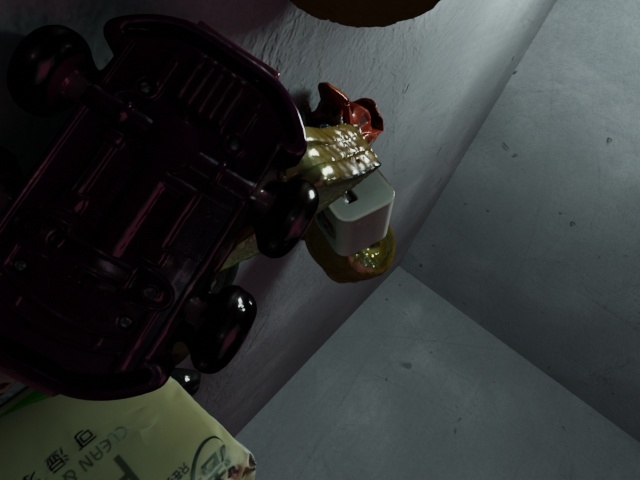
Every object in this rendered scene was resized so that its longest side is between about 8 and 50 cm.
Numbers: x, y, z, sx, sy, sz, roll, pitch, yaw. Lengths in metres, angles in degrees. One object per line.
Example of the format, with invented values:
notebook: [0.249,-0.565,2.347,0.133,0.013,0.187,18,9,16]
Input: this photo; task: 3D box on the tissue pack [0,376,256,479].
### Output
tissue pack: [-0.338,0.363,0.572,0.405,0.331,0.205,-41,156,-33]

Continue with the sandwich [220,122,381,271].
sandwich: [-0.067,-0.061,0.639,0.273,0.095,0.249,-34,180,28]

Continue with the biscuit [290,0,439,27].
biscuit: [0.051,-0.315,0.493,0.226,0.225,0.042,-2,96,-69]

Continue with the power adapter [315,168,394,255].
power adapter: [0.062,-0.047,0.851,0.125,0.130,0.205,-27,152,-13]

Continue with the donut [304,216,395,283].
donut: [0.073,-0.012,1.049,0.128,0.261,0.209,-4,-140,52]

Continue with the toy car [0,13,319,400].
toy car: [-0.169,-0.023,0.434,0.341,0.271,0.240,-58,-172,-8]

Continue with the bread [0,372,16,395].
bread: [-0.377,0.123,0.423,0.160,0.073,0.160,-47,162,-21]

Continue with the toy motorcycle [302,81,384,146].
toy motorcycle: [0.043,-0.211,0.840,0.171,0.089,0.298,-60,161,18]

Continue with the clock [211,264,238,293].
clock: [-0.240,0.090,0.775,0.215,0.042,0.215,-47,163,-20]

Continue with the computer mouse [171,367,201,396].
computer mouse: [-0.356,0.330,0.894,0.217,0.073,0.122,-23,145,-47]

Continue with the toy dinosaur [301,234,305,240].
toy dinosaur: [0.001,-0.002,1.116,0.187,0.106,0.044,-29,154,-54]
